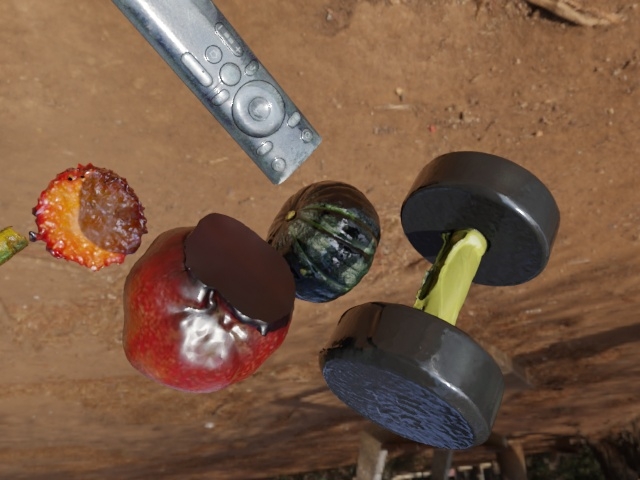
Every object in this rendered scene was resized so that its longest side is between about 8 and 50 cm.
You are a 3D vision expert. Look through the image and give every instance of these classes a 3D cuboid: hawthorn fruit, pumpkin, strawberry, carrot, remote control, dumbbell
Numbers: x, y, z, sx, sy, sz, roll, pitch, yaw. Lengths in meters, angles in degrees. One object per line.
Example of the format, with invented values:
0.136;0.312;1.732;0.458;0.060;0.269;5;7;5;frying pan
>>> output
-0.139;0.079;0.695;0.189;0.189;0.251;7;163;-24;hawthorn fruit
0.000;0.000;1.048;0.220;0.220;0.162;-21;131;40;pumpkin
-0.474;-0.064;1.279;0.234;0.178;0.234;-2;115;-5;strawberry
-0.658;0.057;1.095;0.260;0.070;0.070;-41;-177;-34;carrot
-0.145;-0.246;0.842;0.377;0.107;0.044;49;172;-25;remote control
0.154;0.064;0.743;0.203;0.322;0.204;23;149;15;dumbbell

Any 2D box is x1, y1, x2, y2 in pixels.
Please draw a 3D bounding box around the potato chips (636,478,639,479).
0.482;0.426;0.684;0.070;0.358;0.429;30;176;-17;potato chips
